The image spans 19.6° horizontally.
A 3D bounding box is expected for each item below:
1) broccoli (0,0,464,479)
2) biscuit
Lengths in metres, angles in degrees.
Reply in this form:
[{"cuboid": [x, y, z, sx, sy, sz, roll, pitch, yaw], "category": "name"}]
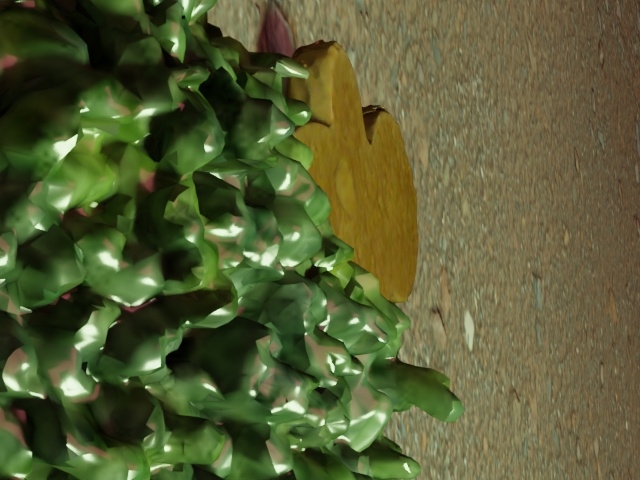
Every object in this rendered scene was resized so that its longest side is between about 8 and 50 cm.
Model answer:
[{"cuboid": [-0.124, 0.022, 0.428, 0.248, 0.245, 0.288, -33, 100, -24], "category": "broccoli"}, {"cuboid": [0.000, 0.000, 1.040, 0.340, 0.047, 0.216, -48, 132, -70], "category": "biscuit"}]
